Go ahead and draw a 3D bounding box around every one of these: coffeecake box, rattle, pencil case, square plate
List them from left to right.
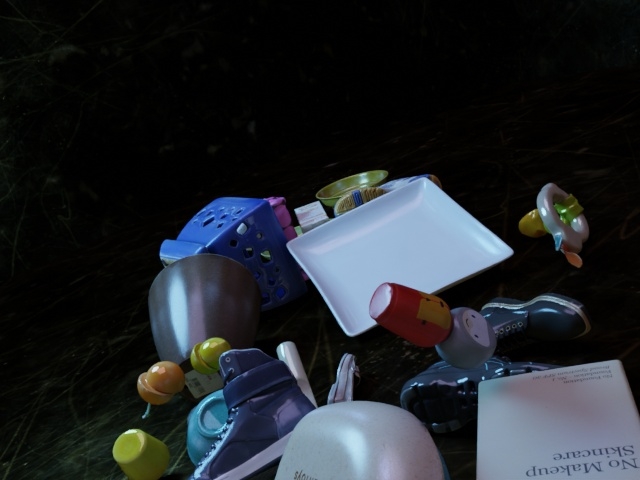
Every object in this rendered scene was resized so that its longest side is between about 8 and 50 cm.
[{"bbox_3d":[-0.086,-0.003,1.652,0.095,0.209,0.098,-16,19,13],"label":"pencil case"},{"bbox_3d":[0.000,0.000,1.667,0.068,0.142,0.185,-20,16,-1],"label":"coffeecake box"},{"bbox_3d":[0.144,0.027,1.416,0.344,0.049,0.347,-25,36,-9],"label":"square plate"},{"bbox_3d":[0.421,-0.003,1.342,0.142,0.130,0.200,-21,39,33],"label":"rattle"}]

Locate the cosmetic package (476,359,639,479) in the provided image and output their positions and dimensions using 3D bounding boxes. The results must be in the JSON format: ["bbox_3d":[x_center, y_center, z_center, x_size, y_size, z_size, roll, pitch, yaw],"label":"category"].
[{"bbox_3d":[0.231,0.243,0.657,0.160,0.113,0.309,-14,16,17],"label":"cosmetic package"}]

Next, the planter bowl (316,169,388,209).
[{"bbox_3d":[0.102,-0.121,2.050,0.217,0.090,0.217,-17,17,5],"label":"planter bowl"}]

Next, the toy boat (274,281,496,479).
[{"bbox_3d":[0.079,0.206,0.742,0.267,0.148,0.318,1,67,66],"label":"toy boat"}]

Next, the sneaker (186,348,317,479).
[{"bbox_3d":[-0.121,0.239,0.917,0.226,0.163,0.086,-29,-24,-13],"label":"sneaker"}]

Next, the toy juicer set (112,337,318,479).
[{"bbox_3d":[-0.129,0.241,1.047,0.329,0.089,0.209,-9,48,14],"label":"toy juicer set"}]

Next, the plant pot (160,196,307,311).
[{"bbox_3d":[-0.204,0.056,1.575,0.212,0.236,0.236,-35,22,-28],"label":"plant pot"}]

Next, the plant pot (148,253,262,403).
[{"bbox_3d":[-0.205,0.174,1.271,0.215,0.215,0.230,-18,30,2],"label":"plant pot"}]

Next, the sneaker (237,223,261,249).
[{"bbox_3d":[-0.215,-0.028,2.096,0.153,0.101,0.268,-10,12,30],"label":"sneaker"}]

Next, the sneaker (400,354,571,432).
[{"bbox_3d":[0.230,0.178,0.894,0.267,0.101,0.106,-6,18,36],"label":"sneaker"}]

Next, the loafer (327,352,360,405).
[{"bbox_3d":[0.043,0.219,1.089,0.039,0.045,0.125,4,29,15],"label":"loafer"}]

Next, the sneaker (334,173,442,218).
[{"bbox_3d":[0.172,-0.099,1.904,0.296,0.112,0.131,-13,7,-12],"label":"sneaker"}]

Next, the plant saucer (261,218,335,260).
[{"bbox_3d":[-0.041,0.006,1.889,0.241,0.037,0.241,-17,16,5],"label":"plant saucer"}]

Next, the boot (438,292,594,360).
[{"bbox_3d":[0.277,0.144,1.029,0.137,0.077,0.198,-33,8,-29],"label":"boot"}]
